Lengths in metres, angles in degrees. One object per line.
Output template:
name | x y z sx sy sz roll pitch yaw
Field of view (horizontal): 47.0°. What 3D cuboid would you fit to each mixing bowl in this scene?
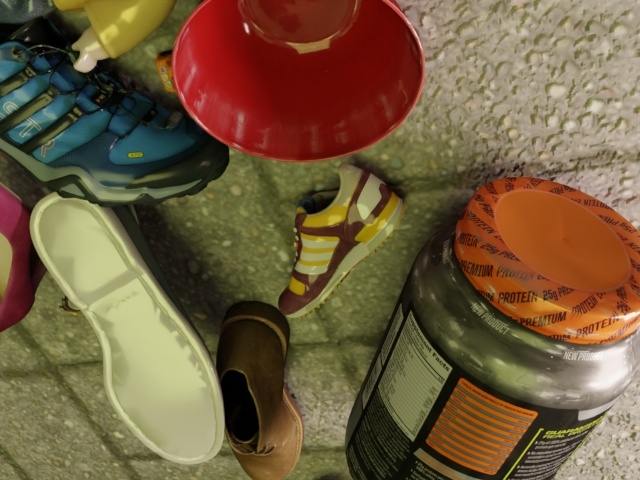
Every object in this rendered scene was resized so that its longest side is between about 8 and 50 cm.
mixing bowl | -0.016 -0.154 0.556 0.181 0.098 0.181 0 146 0

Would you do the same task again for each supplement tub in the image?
supplement tub | 0.157 0.121 0.689 0.207 0.207 0.338 16 131 -1

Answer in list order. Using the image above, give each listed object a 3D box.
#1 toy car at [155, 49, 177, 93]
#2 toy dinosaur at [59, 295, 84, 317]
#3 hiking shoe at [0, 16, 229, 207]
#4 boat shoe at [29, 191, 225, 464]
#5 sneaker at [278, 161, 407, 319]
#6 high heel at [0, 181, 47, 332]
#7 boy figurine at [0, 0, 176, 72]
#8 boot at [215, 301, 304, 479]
toy car | -0.115 -0.173 0.615 0.060 0.040 0.122 10 131 4
toy dinosaur | -0.242 0.074 0.840 0.092 0.053 0.183 11 130 1
hiking shoe | -0.226 -0.120 0.635 0.304 0.113 0.132 14 131 1
boat shoe | -0.178 0.081 0.757 0.116 0.099 0.319 -22 107 10
sneaker | 0.000 0.000 0.723 0.084 0.069 0.185 39 121 -8
high heel | -0.337 0.015 0.717 0.082 0.117 0.244 26 156 5
boy figurine | -0.168 -0.216 0.538 0.285 0.092 0.177 -4 100 9
boot | -0.085 0.221 0.888 0.112 0.115 0.305 3 131 8
